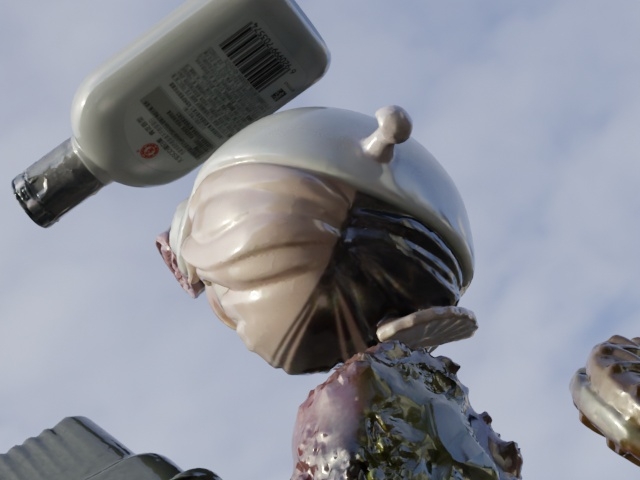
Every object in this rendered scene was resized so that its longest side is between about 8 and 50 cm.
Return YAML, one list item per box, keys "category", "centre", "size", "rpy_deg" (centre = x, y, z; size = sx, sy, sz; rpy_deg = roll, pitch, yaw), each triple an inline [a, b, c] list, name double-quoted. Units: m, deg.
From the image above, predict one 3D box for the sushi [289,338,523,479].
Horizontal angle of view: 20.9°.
- category: "sushi"
  centre: [0.040, 0.160, 1.166]
  size: [0.241, 0.161, 0.107]
  rpy_deg: [-24, -19, -50]

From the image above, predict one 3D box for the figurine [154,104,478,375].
- category: "figurine"
  centre: [-0.010, -0.001, 1.432]
  size: [0.253, 0.361, 0.211]
  rpy_deg: [6, -90, -5]

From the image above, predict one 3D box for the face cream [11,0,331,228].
- category: "face cream"
  centre: [-0.134, -0.112, 1.480]
  size: [0.291, 0.071, 0.144]
  rpy_deg: [-37, -46, 9]

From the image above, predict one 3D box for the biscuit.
- category: "biscuit"
  centre: [0.443, 0.216, 2.000]
  size: [0.332, 0.332, 0.103]
  rpy_deg: [14, -74, -34]

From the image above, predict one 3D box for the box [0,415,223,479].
- category: "box"
  centre: [-0.205, 0.234, 1.228]
  size: [0.274, 0.178, 0.138]
  rpy_deg: [-26, -57, -22]
